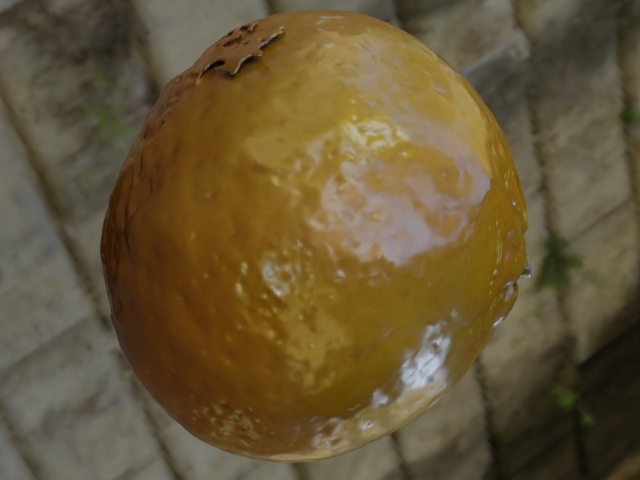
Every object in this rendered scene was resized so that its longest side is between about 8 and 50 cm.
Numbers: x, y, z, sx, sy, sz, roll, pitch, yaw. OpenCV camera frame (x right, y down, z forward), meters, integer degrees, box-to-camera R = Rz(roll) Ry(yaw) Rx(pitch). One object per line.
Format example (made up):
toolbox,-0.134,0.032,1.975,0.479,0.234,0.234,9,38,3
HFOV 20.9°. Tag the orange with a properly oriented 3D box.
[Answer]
orange,-0.002,0.000,0.827,0.193,0.219,0.219,18,-33,25
